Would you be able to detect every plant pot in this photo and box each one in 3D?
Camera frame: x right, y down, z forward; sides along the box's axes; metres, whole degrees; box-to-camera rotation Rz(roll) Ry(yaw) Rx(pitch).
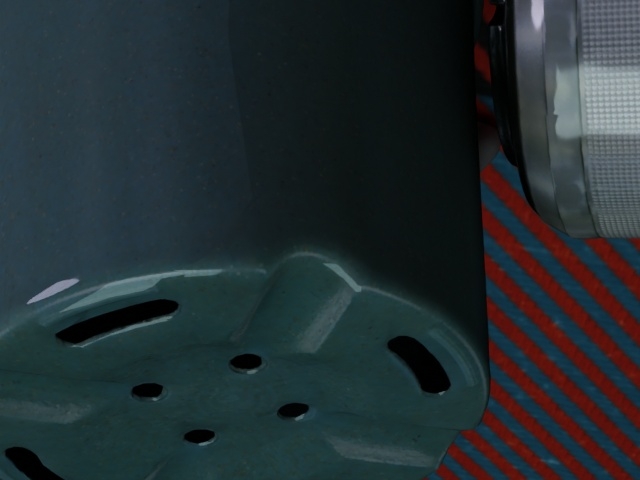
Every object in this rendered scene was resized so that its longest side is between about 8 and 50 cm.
[{"bbox_3d":[-0.057,-0.049,0.801,0.341,0.334,0.341,-2,144,-2],"label":"plant pot"}]

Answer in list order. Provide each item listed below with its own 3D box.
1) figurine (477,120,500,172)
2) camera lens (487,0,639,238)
[{"bbox_3d":[0.000,0.000,1.004,0.214,0.209,0.092,-9,134,28],"label":"figurine"},{"bbox_3d":[0.233,-0.110,0.779,0.274,0.219,0.219,0,138,17],"label":"camera lens"}]
